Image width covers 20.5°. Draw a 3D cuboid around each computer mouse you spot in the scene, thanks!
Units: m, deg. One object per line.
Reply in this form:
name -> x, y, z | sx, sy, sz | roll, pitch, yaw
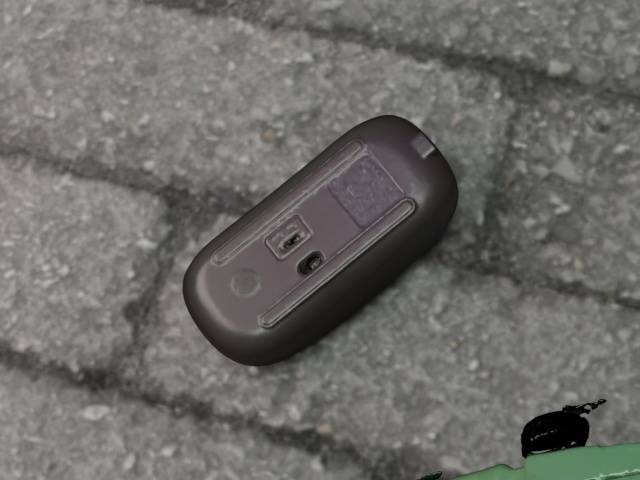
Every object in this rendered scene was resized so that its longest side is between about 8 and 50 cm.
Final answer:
computer mouse -> 0.000, 0.001, 1.383 | 0.232, 0.057, 0.120 | -40, 68, 0

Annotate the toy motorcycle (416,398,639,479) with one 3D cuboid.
toy motorcycle -> 0.222, 0.197, 1.212 | 0.331, 0.196, 0.125 | -17, 50, 20
